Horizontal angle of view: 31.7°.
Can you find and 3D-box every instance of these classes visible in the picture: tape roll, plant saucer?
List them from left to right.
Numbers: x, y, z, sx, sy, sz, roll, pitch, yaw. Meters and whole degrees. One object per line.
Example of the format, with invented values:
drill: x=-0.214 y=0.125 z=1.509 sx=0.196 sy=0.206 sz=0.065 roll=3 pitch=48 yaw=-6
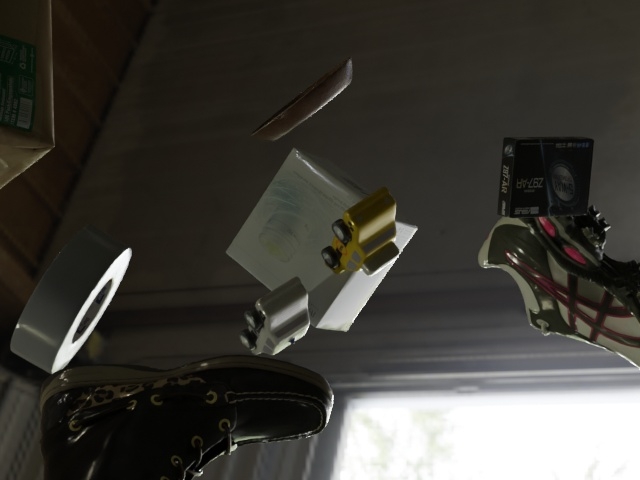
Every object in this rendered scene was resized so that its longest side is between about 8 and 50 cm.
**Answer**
tape roll: x=-0.366 y=0.087 z=1.667 sx=0.219 sy=0.072 sz=0.219 roll=-59 pitch=0 yaw=0
plant saucer: x=-0.019 y=-0.181 z=1.493 sx=0.029 sy=0.168 sz=0.168 roll=52 pitch=-148 yaw=-9

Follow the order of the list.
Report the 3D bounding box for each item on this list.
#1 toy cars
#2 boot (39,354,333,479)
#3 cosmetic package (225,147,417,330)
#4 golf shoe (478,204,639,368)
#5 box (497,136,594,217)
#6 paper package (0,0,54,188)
toy cars: x=0.005 y=0.072 z=1.752 sx=0.087 sy=0.394 sz=0.176 roll=52 pitch=-154 yaw=15
boot: x=-0.170 y=0.280 z=1.372 sx=0.284 sy=0.377 sz=0.138 roll=-93 pitch=6 yaw=-51
cosmetic package: x=0.000 y=0.000 z=1.934 sx=0.225 sy=0.224 sz=0.138 roll=-57 pitch=-26 yaw=11
golf shoe: x=0.287 y=0.066 z=1.171 sx=0.273 sy=0.120 sz=0.105 roll=49 pitch=-152 yaw=4
box: x=0.191 y=-0.054 z=0.956 sx=0.083 sy=0.018 sz=0.067 roll=-2 pitch=-77 yaw=-26
paper package: x=-0.588 y=-0.270 z=1.912 sx=0.168 sy=0.309 sz=0.325 roll=10 pitch=-113 yaw=-37
